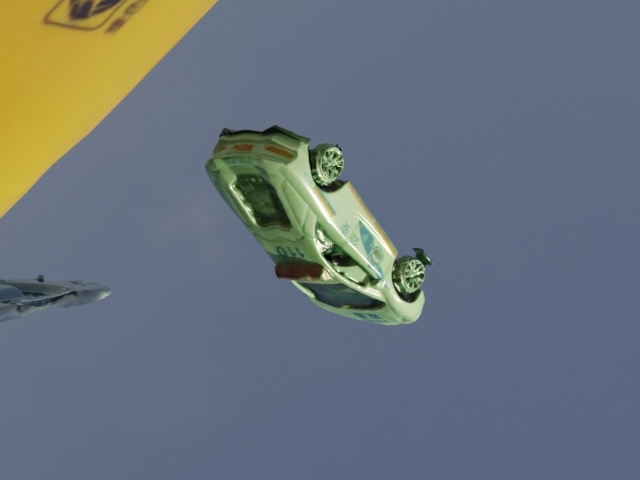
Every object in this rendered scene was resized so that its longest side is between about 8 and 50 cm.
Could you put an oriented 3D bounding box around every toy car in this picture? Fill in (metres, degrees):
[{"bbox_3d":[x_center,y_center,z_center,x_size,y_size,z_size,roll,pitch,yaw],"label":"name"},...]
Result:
[{"bbox_3d":[0.000,0.000,1.104,0.093,0.186,0.058,1,-129,41],"label":"toy car"}]

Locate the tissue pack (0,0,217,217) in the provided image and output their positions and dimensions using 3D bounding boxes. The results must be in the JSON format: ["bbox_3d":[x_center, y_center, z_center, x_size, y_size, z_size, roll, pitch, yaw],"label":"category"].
[{"bbox_3d":[-0.090,-0.172,0.297,0.382,0.293,0.228,-42,-109,19],"label":"tissue pack"}]

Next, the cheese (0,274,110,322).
[{"bbox_3d":[-0.214,0.020,0.692,0.245,0.052,0.135,2,-174,20],"label":"cheese"}]
